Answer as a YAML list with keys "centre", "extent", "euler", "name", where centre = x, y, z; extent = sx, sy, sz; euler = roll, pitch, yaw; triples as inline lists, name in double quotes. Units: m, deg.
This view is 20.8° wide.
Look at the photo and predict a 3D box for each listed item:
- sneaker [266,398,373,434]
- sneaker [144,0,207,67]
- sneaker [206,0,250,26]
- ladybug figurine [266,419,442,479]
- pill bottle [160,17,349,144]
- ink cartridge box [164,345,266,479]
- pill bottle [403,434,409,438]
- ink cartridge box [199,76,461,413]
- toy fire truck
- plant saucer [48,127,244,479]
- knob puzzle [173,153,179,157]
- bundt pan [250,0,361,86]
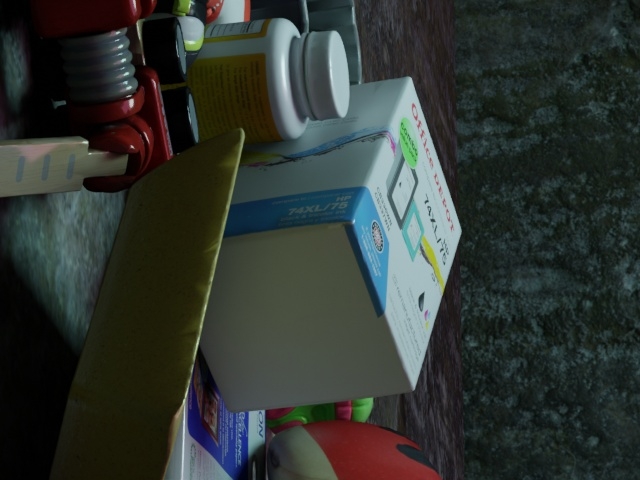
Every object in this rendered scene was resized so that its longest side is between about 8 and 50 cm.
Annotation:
- centre: [-0.040, 0.003, 2.004]
  extent: [0.202, 0.185, 0.483]
  euler: [-98, -176, -60]
  name: "sneaker"
- centre: [-0.136, -0.240, 1.600]
  extent: [0.235, 0.084, 0.097]
  euler: [-115, -143, -57]
  name: "sneaker"
- centre: [-0.141, -0.296, 1.796]
  extent: [0.145, 0.090, 0.270]
  euler: [-25, 124, -58]
  name: "sneaker"
- centre: [0.072, 0.316, 1.792]
  extent: [0.305, 0.162, 0.449]
  euler: [60, -3, -12]
  name: "ladybug figurine"
- centre: [-0.085, -0.149, 1.663]
  extent: [0.117, 0.215, 0.117]
  euler: [-4, 90, -78]
  name: "pill bottle"
- centre: [-0.120, 0.230, 1.726]
  extent: [0.307, 0.072, 0.303]
  euler: [63, 24, -66]
  name: "ink cartridge box"
- centre: [0.056, 0.408, 2.209]
  extent: [0.176, 0.176, 0.318]
  euler: [67, 22, -56]
  name: "pill bottle"
- centre: [0.000, 0.000, 1.696]
  extent: [0.270, 0.197, 0.198]
  euler: [-68, 143, -53]
  name: "ink cartridge box"
- centre: [-0.195, -0.129, 1.381]
  extent: [0.246, 0.158, 0.217]
  euler: [-91, 173, -72]
  name: "toy fire truck"
- centre: [-0.152, 0.120, 1.361]
  extent: [0.333, 0.081, 0.333]
  euler: [-81, -171, -49]
  name: "plant saucer"
- centre: [-0.120, -0.024, 1.777]
  extent: [0.213, 0.030, 0.213]
  euler: [-22, 90, -86]
  name: "knob puzzle"
- centre: [-0.039, -0.223, 2.129]
  extent: [0.331, 0.124, 0.331]
  euler: [-4, 90, -79]
  name: "bundt pan"
